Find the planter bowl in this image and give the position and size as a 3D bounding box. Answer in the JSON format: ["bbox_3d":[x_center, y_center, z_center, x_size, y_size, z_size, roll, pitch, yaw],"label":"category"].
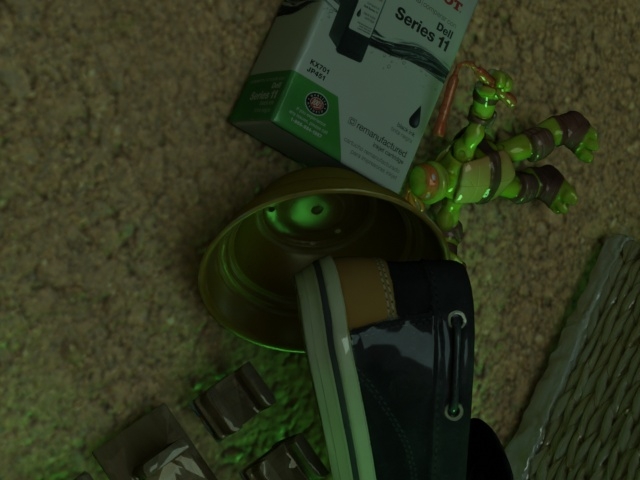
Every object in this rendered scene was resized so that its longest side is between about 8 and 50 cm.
[{"bbox_3d":[0.000,0.000,0.999,0.217,0.217,0.090,22,41,-29],"label":"planter bowl"}]

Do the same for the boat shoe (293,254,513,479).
[{"bbox_3d":[0.093,0.232,0.995,0.156,0.187,0.500,-12,115,-3],"label":"boat shoe"}]

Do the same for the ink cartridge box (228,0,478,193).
[{"bbox_3d":[0.033,-0.166,1.033,0.153,0.087,0.208,27,79,-29],"label":"ink cartridge box"}]

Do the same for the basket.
[{"bbox_3d":[0.423,0.214,1.184,0.328,0.266,0.331,32,80,-28],"label":"basket"}]

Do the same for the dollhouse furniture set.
[{"bbox_3d":[-0.102,0.264,0.985,0.212,0.161,0.242,-34,87,-24],"label":"dollhouse furniture set"}]

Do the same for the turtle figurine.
[{"bbox_3d":[0.161,-0.056,1.116,0.217,0.087,0.269,-9,119,-33],"label":"turtle figurine"}]
